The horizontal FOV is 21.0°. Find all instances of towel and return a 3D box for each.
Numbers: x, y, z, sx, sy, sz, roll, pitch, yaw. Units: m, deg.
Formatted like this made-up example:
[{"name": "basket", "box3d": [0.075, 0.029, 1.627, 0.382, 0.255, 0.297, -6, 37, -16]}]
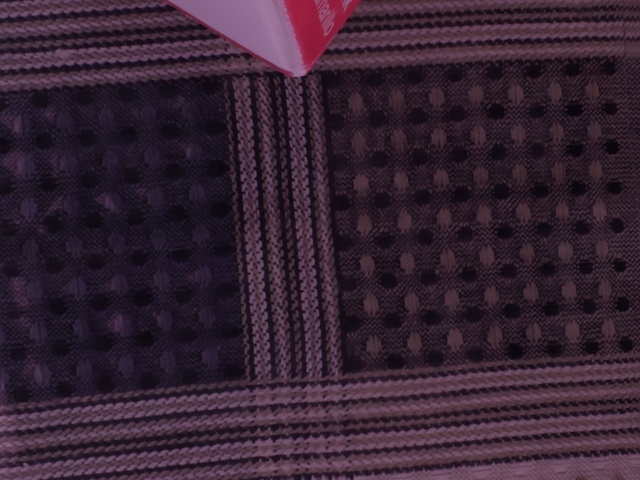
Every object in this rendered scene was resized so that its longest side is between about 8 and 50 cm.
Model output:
[{"name": "towel", "box3d": [0.000, 0.000, 0.733, 0.324, 0.056, 0.312, -4, 91, -7]}]

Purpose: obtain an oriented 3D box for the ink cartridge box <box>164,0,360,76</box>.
[{"name": "ink cartridge box", "box3d": [-0.017, -0.301, 0.643, 0.279, 0.160, 0.384, 32, 80, 17]}]
